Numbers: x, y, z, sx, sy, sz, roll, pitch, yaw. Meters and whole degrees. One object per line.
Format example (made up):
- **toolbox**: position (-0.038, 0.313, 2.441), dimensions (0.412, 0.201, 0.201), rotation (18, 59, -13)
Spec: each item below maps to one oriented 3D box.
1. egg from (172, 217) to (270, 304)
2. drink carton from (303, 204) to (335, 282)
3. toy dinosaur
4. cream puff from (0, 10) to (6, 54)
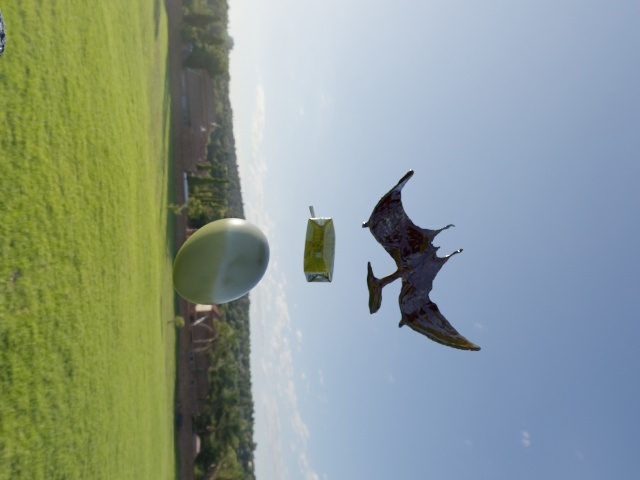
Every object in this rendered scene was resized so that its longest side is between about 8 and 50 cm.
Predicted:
- **egg**: position (-0.227, 0.050, 0.958), dimensions (0.186, 0.242, 0.186), rotation (26, -43, 27)
- **drink carton**: position (0.000, 0.000, 1.007), dimensions (0.084, 0.075, 0.200), rotation (72, 20, -61)
- **toy dinosaur**: position (0.178, 0.039, 0.721), dimensions (0.113, 0.207, 0.327), rotation (-148, -123, -65)
- **cream puff**: position (-0.586, -0.313, 0.581), dimensions (0.239, 0.239, 0.164), rotation (138, -69, -73)
